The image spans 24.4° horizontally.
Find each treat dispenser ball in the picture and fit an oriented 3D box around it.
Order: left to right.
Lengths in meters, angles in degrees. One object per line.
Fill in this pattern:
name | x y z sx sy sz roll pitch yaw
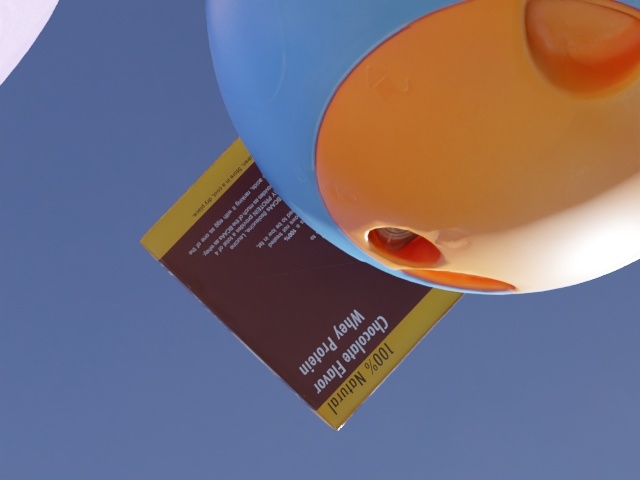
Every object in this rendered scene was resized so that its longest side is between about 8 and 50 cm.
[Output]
treat dispenser ball | 0.087 -0.117 0.731 0.288 0.288 0.288 2 -86 32

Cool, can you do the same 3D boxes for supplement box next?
supplement box | 0.000 0.000 1.096 0.194 0.129 0.191 44 -95 -5

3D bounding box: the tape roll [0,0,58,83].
tape roll | -0.241 -0.066 0.641 0.090 0.275 0.275 47 -63 0
